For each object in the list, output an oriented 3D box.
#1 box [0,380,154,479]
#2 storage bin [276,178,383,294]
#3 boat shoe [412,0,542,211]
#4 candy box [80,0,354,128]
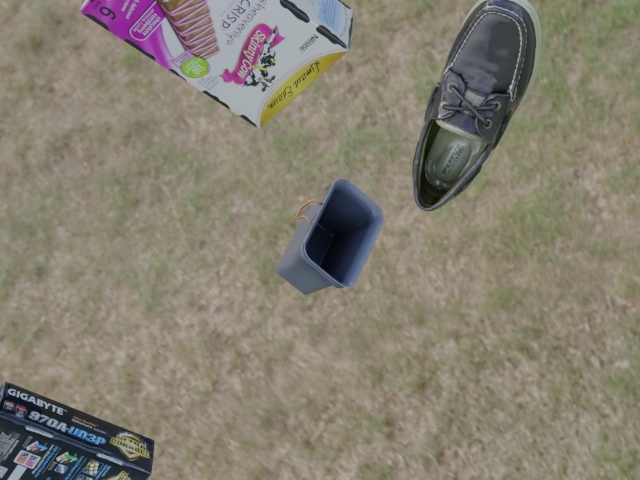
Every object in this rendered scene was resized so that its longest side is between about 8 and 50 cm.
[{"bbox_3d":[-0.306,0.265,1.107,0.220,0.175,0.051,-52,24,28],"label":"box"},{"bbox_3d":[0.000,0.000,1.300,0.091,0.098,0.135,-29,28,48],"label":"storage bin"},{"bbox_3d":[0.135,-0.114,0.930,0.080,0.223,0.073,24,45,7],"label":"boat shoe"},{"bbox_3d":[-0.104,-0.235,1.068,0.159,0.233,0.071,-36,34,39],"label":"candy box"}]
